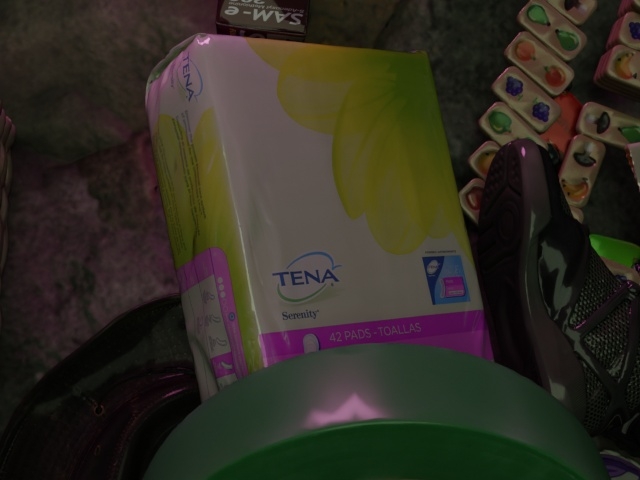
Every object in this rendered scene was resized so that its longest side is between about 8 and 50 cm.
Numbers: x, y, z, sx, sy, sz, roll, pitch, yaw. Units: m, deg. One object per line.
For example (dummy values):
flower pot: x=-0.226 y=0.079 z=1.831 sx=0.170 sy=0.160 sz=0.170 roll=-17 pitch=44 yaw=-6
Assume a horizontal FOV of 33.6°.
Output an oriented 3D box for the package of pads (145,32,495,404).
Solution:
package of pads: x=0.000 y=0.000 z=0.783 sx=0.229 sy=0.101 sz=0.296 roll=-2 pitch=75 yaw=-37

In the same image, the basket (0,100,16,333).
basket: x=-0.360 y=0.036 z=0.693 sx=0.267 sy=0.328 sz=0.331 roll=5 pitch=83 yaw=-10

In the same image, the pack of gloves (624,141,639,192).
pack of gloves: x=0.353 y=-0.003 z=0.856 sx=0.232 sy=0.046 sz=0.195 roll=-14 pitch=87 yaw=-21

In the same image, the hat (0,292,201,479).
hat: x=-0.102 y=0.199 z=0.798 sx=0.331 sy=0.134 sz=0.331 roll=0 pitch=84 yaw=-5

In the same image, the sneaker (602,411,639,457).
sneaker: x=0.342 y=0.129 z=0.864 sx=0.272 sy=0.100 sz=0.108 roll=7 pitch=58 yaw=1

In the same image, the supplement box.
supplement box: x=-0.036 y=-0.264 z=0.852 sx=0.073 sy=0.130 sz=0.239 roll=6 pitch=83 yaw=-3

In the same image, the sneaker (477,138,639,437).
sneaker: x=0.196 y=0.033 z=0.801 sx=0.130 sy=0.087 sz=0.227 roll=-5 pitch=75 yaw=-20

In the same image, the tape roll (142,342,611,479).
tape roll: x=0.036 y=0.216 z=0.678 sx=0.321 sy=0.077 sz=0.321 roll=-2 pitch=121 yaw=-3

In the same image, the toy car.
toy car: x=0.241 y=-0.015 z=0.883 sx=0.239 sy=0.053 sz=0.224 roll=15 pitch=83 yaw=-1

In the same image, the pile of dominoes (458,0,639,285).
pile of dominoes: x=0.228 y=-0.088 z=0.842 sx=0.196 sy=0.040 sz=0.251 roll=21 pitch=83 yaw=-1

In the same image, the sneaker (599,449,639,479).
sneaker: x=0.273 y=0.230 z=0.850 sx=0.170 sy=0.071 sz=0.068 roll=36 pitch=83 yaw=1
